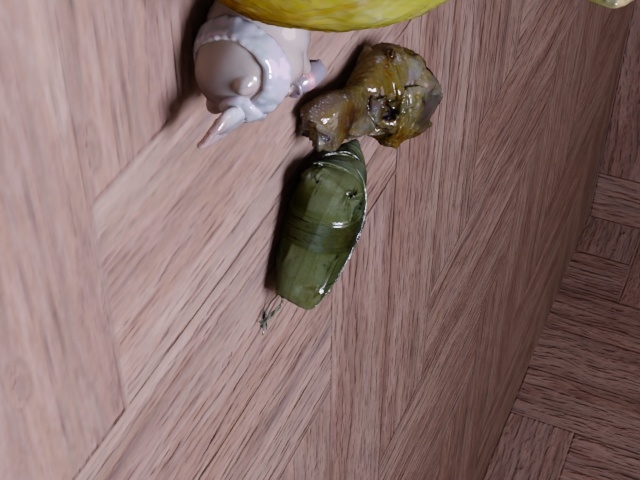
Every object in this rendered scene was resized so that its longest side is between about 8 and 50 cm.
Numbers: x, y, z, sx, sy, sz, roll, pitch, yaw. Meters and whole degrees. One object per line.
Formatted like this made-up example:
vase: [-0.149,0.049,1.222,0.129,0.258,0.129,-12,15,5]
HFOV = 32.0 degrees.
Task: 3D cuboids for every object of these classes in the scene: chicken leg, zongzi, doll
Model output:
chicken leg: [0.037,-0.113,0.905,0.198,0.069,0.085,-27,140,-55]
zongzi: [0.000,0.000,0.911,0.130,0.062,0.154,-65,173,-69]
doll: [-0.033,-0.105,0.653,0.084,0.073,0.127,27,73,-32]

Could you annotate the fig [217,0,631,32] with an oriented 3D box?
fig: [0.040,-0.154,0.528,0.159,0.257,0.159,-31,137,-34]
